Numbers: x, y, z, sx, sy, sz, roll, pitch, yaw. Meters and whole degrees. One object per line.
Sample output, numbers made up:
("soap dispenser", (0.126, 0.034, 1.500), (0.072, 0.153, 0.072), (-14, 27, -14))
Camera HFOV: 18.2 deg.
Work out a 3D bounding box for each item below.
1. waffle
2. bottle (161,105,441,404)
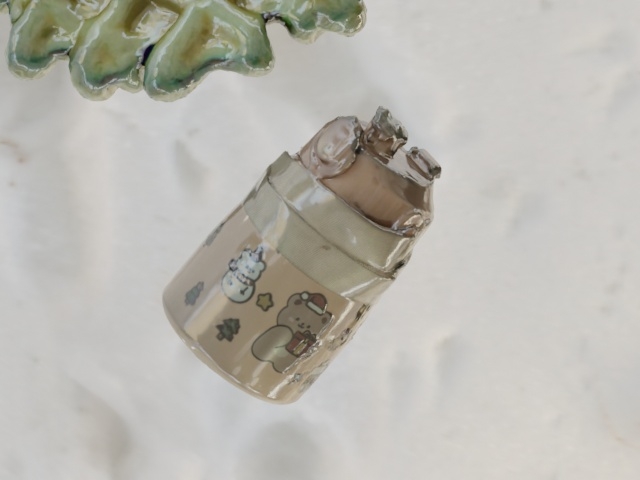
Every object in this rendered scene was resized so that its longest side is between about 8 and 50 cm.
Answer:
("waffle", (-0.082, -0.229, 1.212), (0.292, 0.056, 0.309), (-18, 70, 9))
("bottle", (0.000, 0.001, 0.995), (0.099, 0.099, 0.152), (35, 102, -21))
